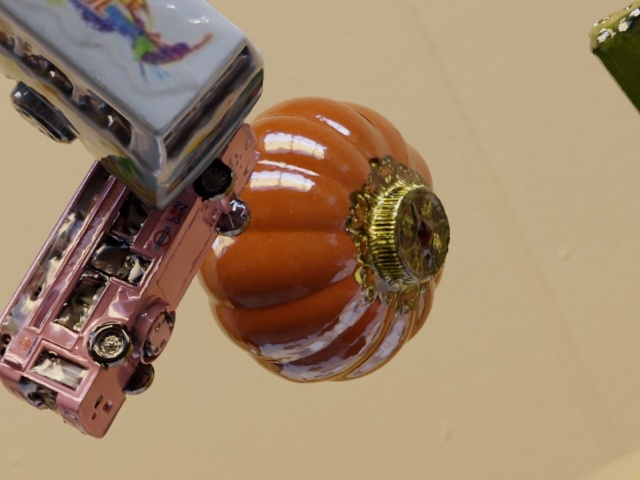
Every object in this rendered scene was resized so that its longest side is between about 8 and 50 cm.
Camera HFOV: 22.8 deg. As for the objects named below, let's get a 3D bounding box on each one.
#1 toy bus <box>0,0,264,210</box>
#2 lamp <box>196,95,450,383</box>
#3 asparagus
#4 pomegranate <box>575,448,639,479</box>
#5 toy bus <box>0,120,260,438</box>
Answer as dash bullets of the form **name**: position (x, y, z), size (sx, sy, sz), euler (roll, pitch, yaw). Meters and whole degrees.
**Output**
- **toy bus**: position (-0.183, -0.161, 0.866), size (0.329, 0.136, 0.109), euler (39, -100, 3)
- **lamp**: position (0.000, 0.000, 1.220), size (0.196, 0.223, 0.223), euler (-4, -66, 38)
- **asparagus**: position (0.277, -0.042, 1.035), size (0.278, 0.067, 0.060), euler (51, -28, -2)
- **pomegranate**: position (0.229, 0.300, 0.842), size (0.411, 0.411, 0.412), euler (8, -63, 15)
- **toy bus**: position (-0.111, 0.011, 0.920), size (0.090, 0.203, 0.063), euler (22, -20, 18)
